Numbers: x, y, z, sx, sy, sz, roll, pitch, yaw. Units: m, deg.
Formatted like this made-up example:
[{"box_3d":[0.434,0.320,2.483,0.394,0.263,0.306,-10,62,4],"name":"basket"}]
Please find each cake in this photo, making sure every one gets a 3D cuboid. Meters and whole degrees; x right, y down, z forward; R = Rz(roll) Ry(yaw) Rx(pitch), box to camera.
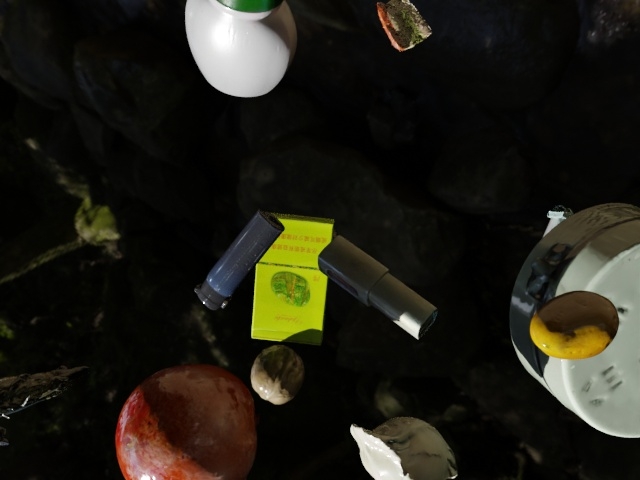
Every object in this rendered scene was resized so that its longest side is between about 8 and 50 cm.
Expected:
[{"box_3d":[0.190,-0.522,1.555,0.116,0.086,0.220,58,-169,-17],"name":"cake"}]

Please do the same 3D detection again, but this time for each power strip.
[{"box_3d":[0.466,0.117,1.013,0.357,0.357,0.161,50,180,-22],"name":"power strip"}]

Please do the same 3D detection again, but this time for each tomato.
[{"box_3d":[-0.247,0.355,1.199,0.265,0.265,0.265,30,153,17],"name":"tomato"}]

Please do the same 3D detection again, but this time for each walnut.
[{"box_3d":[-0.111,0.349,1.730,0.140,0.162,0.140,16,142,13],"name":"walnut"}]

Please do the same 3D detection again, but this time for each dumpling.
[{"box_3d":[0.113,0.311,0.950,0.188,0.108,0.127,30,152,-32],"name":"dumpling"}]

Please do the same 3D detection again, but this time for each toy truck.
[{"box_3d":[0.655,0.044,1.807,0.140,0.256,0.108,23,170,-38],"name":"toy truck"}]

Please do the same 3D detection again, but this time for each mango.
[{"box_3d":[0.299,0.101,0.780,0.080,0.114,0.060,53,157,30],"name":"mango"}]

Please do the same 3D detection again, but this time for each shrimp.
[{"box_3d":[-0.377,0.208,0.806,0.198,0.262,0.051,5,99,45],"name":"shrimp"}]

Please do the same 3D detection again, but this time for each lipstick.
[{"box_3d":[0.112,0.092,1.309,0.253,0.077,0.079,35,158,23],"name":"lipstick"}]

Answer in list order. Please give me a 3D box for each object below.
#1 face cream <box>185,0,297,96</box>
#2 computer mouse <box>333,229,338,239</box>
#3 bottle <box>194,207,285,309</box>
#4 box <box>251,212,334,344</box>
[{"box_3d":[-0.213,-0.571,1.769,0.312,0.219,0.357,25,145,4],"name":"face cream"},{"box_3d":[0.000,0.000,1.984,0.146,0.077,0.241,3,-174,-5],"name":"computer mouse"},{"box_3d":[-0.175,0.046,1.432,0.082,0.244,0.072,39,-167,-9],"name":"bottle"},{"box_3d":[-0.072,0.101,1.671,0.187,0.047,0.335,6,108,1],"name":"box"}]
